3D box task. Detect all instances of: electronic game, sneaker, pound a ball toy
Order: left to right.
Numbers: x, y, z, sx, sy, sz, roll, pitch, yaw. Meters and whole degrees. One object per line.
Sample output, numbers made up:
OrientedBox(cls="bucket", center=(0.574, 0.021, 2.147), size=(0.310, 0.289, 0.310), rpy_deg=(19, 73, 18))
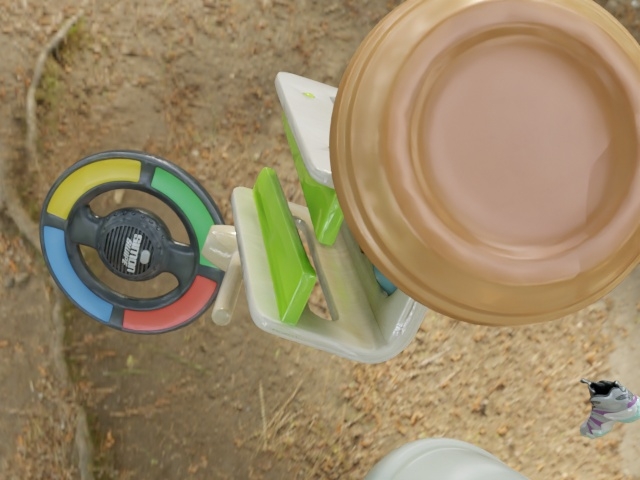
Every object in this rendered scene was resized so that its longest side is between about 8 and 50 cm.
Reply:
OrientedBox(cls="electronic game", center=(-0.216, 0.005, 1.220), size=(0.229, 0.229, 0.048), rpy_deg=(24, 25, 1))
OrientedBox(cls="pound a ball toy", center=(0.000, 0.000, 0.867), size=(0.136, 0.208, 0.319), rpy_deg=(18, 18, -15))
OrientedBox(cls="sneaker", center=(0.322, 0.188, 1.230), size=(0.069, 0.098, 0.038), rpy_deg=(44, 44, -4))

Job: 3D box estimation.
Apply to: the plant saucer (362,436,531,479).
OrientedBox(cls="plant saucer", center=(0.169, 0.327, 0.778), size=(0.400, 0.101, 0.400), rpy_deg=(34, 41, -35))

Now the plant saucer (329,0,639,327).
OrientedBox(cls="plant saucer", center=(0.106, -0.052, 0.580), size=(0.200, 0.037, 0.199), rpy_deg=(1, 86, -10))
